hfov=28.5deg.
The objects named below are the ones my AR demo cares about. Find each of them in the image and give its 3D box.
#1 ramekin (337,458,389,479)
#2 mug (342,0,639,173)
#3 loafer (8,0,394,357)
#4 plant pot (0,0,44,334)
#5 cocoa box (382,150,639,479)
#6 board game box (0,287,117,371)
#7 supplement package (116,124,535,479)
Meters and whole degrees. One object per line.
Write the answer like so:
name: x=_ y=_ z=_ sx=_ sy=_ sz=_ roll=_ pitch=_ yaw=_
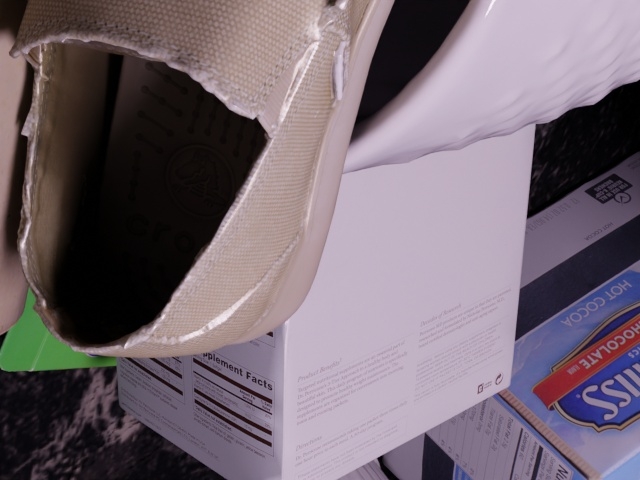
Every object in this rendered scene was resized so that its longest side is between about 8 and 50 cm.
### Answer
ramekin: x=-0.008 y=0.272 z=1.048 sx=0.207 sy=0.109 sz=0.207 roll=-28 pitch=141 yaw=-25
mug: x=0.058 y=-0.229 z=0.529 sx=0.328 sy=0.276 sz=0.374 roll=-16 pitch=105 yaw=-48
loafer: x=-0.029 y=-0.075 z=0.349 sx=0.092 sy=0.101 sz=0.269 roll=-43 pitch=145 yaw=-58
plant pot: x=-0.170 y=-0.142 z=0.390 sx=0.256 sy=0.256 sz=0.274 roll=14 pitch=100 yaw=-51
cocoa box: x=0.256 y=0.111 z=1.064 sx=0.347 sy=0.228 sz=0.231 roll=-28 pitch=141 yaw=-25
board game box: x=-0.079 y=0.020 z=0.792 sx=0.259 sy=0.039 sz=0.124 roll=0 pitch=123 yaw=-50
supplement package: x=0.000 y=0.000 z=0.706 sx=0.194 sy=0.149 sz=0.203 roll=-21 pitch=122 yaw=-40
